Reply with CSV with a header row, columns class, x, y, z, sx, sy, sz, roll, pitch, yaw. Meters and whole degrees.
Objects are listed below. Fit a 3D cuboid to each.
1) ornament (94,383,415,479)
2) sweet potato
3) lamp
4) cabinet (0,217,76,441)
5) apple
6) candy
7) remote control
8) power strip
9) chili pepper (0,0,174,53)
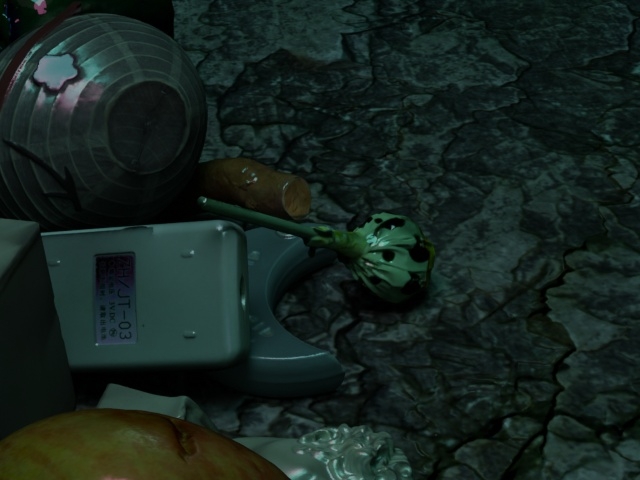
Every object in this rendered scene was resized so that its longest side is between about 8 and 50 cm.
class,x,y,z,sx,sy,sz,roll,pitch,yaw
ornament,-0.058,0.190,0.993,0.285,0.120,0.130,11,34,22
sweet potato,-0.135,-0.058,1.371,0.281,0.067,0.059,3,0,37
lamp,-0.245,-0.113,1.286,0.233,0.233,0.265,16,61,25
cabinet,-0.315,0.104,1.059,0.145,0.206,0.150,6,36,12
apple,-0.131,0.233,0.822,0.265,0.264,0.264,-2,35,2
candy,0.000,0.000,1.176,0.305,0.083,0.091,14,41,-48
remote control,-0.208,0.059,1.159,0.297,0.140,0.056,-4,-7,18
power strip,-0.058,0.057,1.238,0.168,0.054,0.253,-3,36,-1
chili pepper,-0.299,-0.219,1.501,0.257,0.248,0.233,-16,19,-34
